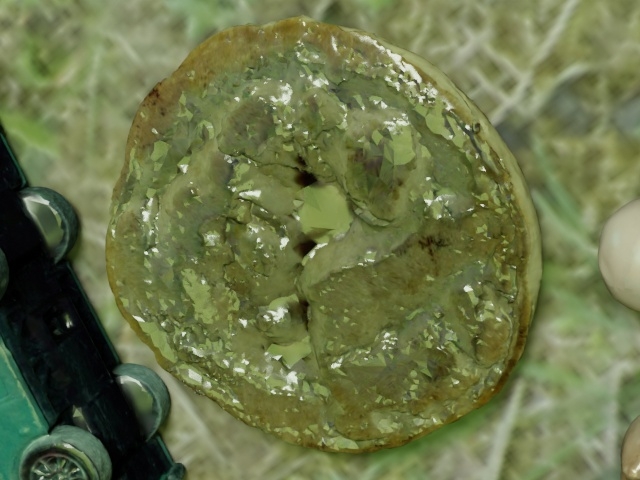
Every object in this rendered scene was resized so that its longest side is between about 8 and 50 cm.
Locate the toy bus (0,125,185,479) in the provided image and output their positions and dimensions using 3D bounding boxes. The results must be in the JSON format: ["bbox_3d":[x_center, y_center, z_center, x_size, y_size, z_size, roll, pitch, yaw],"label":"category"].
[{"bbox_3d":[-0.124,0.040,0.493,0.091,0.079,0.160,-23,99,17],"label":"toy bus"}]

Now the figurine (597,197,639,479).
[{"bbox_3d":[0.163,0.040,0.392,0.144,0.182,0.257,17,106,-8],"label":"figurine"}]

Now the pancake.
[{"bbox_3d":[0.000,0.000,0.483,0.158,0.028,0.158,4,106,14],"label":"pancake"}]
